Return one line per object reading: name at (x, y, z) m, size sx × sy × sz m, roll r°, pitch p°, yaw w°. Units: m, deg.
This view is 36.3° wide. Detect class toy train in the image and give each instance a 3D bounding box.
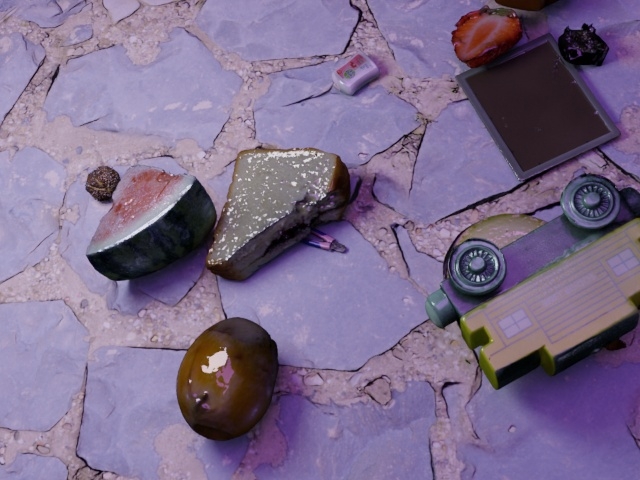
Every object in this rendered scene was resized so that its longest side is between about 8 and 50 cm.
toy train at (0.416, 0.080, 1.723) m, size 0.442 × 0.179 × 0.272 m, roll -29°, pitch 69°, yaw -3°

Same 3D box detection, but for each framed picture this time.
framed picture at (0.447, -0.279, 2.029) m, size 0.232 × 0.019 × 0.296 m, roll -24°, pitch 63°, yaw -1°

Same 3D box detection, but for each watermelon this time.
watermelon at (-0.354, -0.044, 1.949) m, size 0.262 × 0.213 × 0.201 m, roll -34°, pitch 63°, yaw -7°

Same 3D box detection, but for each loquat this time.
loquat at (-0.170, 0.251, 1.793) m, size 0.179 × 0.179 × 0.227 m, roll 10°, pitch 64°, yaw 15°

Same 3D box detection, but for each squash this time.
squash at (0.358, 0.067, 1.860) m, size 0.252 × 0.049 × 0.252 m, roll -5°, pitch 65°, yaw 10°

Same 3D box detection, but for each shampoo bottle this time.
shampoo bottle at (0.071, -0.361, 2.124) m, size 0.099 × 0.043 × 0.072 m, roll -37°, pitch 63°, yaw -9°

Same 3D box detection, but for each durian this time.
durian at (-0.467, -0.128, 2.090) m, size 0.080 × 0.080 × 0.091 m, roll -19°, pitch 52°, yaw 1°

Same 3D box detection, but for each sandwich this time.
sandwich at (-0.080, -0.053, 1.956) m, size 0.254 × 0.099 × 0.288 m, roll 7°, pitch 65°, yaw 20°

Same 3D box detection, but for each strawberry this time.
strawberry at (0.352, -0.422, 2.068) m, size 0.147 × 0.082 × 0.187 m, roll 14°, pitch 53°, yaw 38°

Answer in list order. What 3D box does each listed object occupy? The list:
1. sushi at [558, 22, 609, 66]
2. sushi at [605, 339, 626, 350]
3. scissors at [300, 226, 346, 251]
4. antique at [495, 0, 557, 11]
sushi at (0.544, -0.408, 2.044) m, size 0.083 × 0.056 × 0.084 m, roll -12°, pitch 61°, yaw -10°
sushi at (0.520, 0.159, 1.778) m, size 0.047 × 0.050 × 0.099 m, roll -31°, pitch 74°, yaw 4°
scissors at (0.000, 0.000, 1.974) m, size 0.113 × 0.012 × 0.039 m, roll 22°, pitch 70°, yaw 21°
antique at (0.456, -0.601, 2.108) m, size 0.224 × 0.129 × 0.278 m, roll 11°, pitch 56°, yaw 8°
